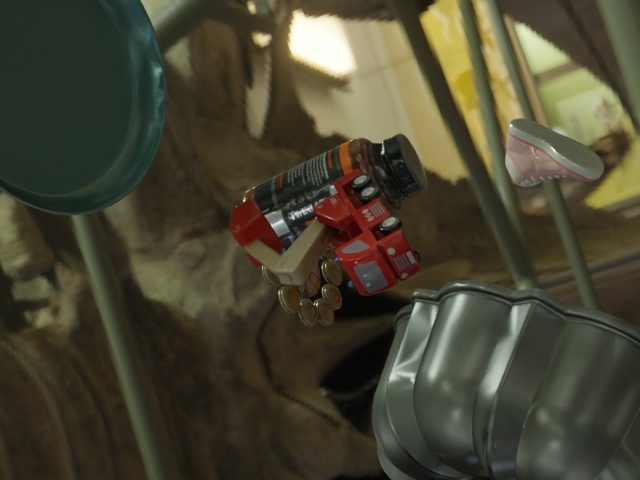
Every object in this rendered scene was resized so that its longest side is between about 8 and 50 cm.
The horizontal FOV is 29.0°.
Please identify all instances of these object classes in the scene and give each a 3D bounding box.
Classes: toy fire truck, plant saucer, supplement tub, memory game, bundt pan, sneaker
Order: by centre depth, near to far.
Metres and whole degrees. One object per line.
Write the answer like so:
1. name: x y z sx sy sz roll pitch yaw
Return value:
1. bundt pan: 0.180 0.178 0.980 0.124 0.331 0.331 -58 -44 -26
2. toy fire truck: 0.000 0.000 1.091 0.047 0.135 0.192 59 -179 -31
3. plant saucer: -0.294 -0.182 1.327 0.317 0.044 0.317 11 -105 -50
4. supplement tub: 0.018 -0.049 1.389 0.106 0.198 0.106 53 -159 -32
5. sneaker: 0.269 -0.085 1.439 0.051 0.134 0.070 -18 -50 -39
6. memory game: -0.026 0.025 1.596 0.186 0.012 0.186 40 -143 -40
